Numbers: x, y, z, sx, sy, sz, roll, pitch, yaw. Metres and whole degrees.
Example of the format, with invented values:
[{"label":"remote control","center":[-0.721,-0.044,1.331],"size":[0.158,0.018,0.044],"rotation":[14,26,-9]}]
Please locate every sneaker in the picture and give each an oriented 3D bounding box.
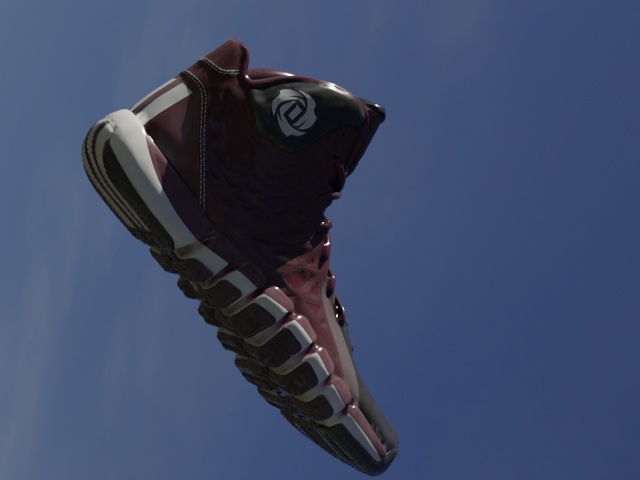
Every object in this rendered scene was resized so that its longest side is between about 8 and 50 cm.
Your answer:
[{"label":"sneaker","center":[0.000,0.000,1.088],"size":[0.162,0.281,0.106],"rotation":[-43,-157,-14]}]
